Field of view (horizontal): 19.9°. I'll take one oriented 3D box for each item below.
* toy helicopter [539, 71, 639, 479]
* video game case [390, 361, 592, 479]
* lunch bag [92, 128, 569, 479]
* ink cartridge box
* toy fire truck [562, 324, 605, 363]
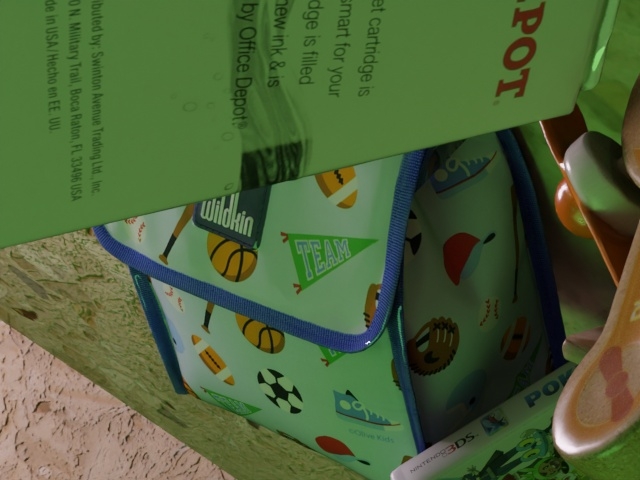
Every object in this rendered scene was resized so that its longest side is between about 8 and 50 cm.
[{"bbox_3d":[0.180,-0.025,0.904,0.140,0.355,0.235,41,143,-20],"label":"toy helicopter"},{"bbox_3d":[0.250,0.200,1.474,0.329,0.300,0.036,53,-173,-44],"label":"video game case"},{"bbox_3d":[0.000,0.000,1.473,0.328,0.239,0.385,22,142,34],"label":"lunch bag"},{"bbox_3d":[-0.064,-0.164,0.801,0.285,0.395,0.166,98,152,-48],"label":"ink cartridge box"},{"bbox_3d":[0.272,0.014,1.013,0.158,0.246,0.217,44,159,-28],"label":"toy fire truck"}]
